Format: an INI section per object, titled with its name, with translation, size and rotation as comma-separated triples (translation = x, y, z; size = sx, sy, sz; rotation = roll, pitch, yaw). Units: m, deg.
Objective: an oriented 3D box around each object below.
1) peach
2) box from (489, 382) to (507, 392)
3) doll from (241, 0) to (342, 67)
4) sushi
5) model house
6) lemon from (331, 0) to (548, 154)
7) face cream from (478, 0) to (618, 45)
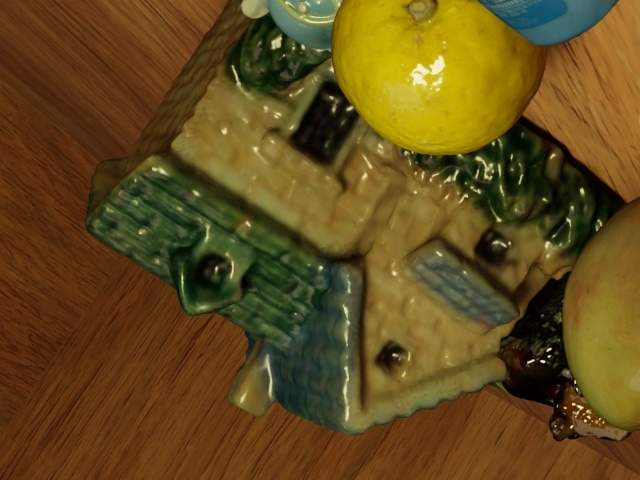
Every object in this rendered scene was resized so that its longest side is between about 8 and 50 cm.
[peach]
translation = 0.348, 0.078, 1.171
size = 0.292, 0.247, 0.292
rotation = 43, 153, 28
[box]
translation = 0.212, 0.102, 2.002
size = 0.043, 0.173, 0.311
rotation = 39, 169, -30
[doll]
translation = -0.020, -0.235, 1.180
size = 0.135, 0.099, 0.241
rotation = 24, 175, 41
[sushi]
translation = 0.314, 0.128, 1.613
size = 0.215, 0.212, 0.227
rotation = 47, 173, -24
[model house]
translation = 0.000, 0.000, 1.476
size = 0.445, 0.400, 0.395
rotation = 37, 173, -20
[lemon]
translation = 0.093, -0.149, 1.078
size = 0.170, 0.170, 0.207
rotation = 32, 179, 8
[face cream]
translation = 0.079, -0.235, 0.893
size = 0.264, 0.083, 0.149
rotation = 37, 170, -21
